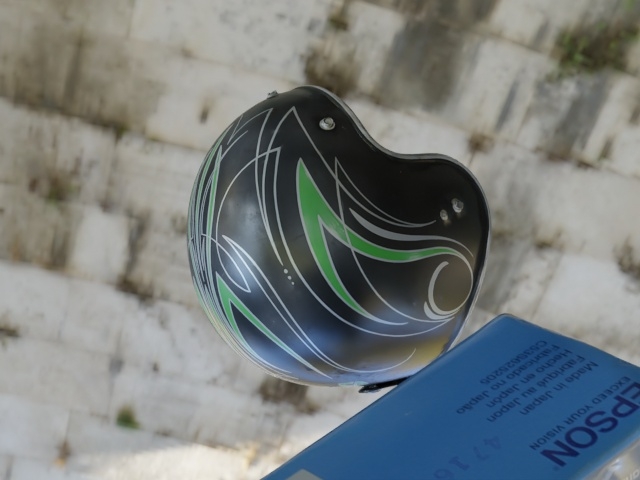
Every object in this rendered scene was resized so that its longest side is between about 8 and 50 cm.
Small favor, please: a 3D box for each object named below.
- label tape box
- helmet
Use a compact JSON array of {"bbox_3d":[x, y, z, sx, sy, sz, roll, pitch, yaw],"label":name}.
[{"bbox_3d":[0.055,0.243,0.626,0.249,0.348,0.115,-31,-150,-27],"label":"label tape box"},{"bbox_3d":[0.000,0.000,0.889,0.161,0.169,0.169,18,-141,-26],"label":"helmet"}]
